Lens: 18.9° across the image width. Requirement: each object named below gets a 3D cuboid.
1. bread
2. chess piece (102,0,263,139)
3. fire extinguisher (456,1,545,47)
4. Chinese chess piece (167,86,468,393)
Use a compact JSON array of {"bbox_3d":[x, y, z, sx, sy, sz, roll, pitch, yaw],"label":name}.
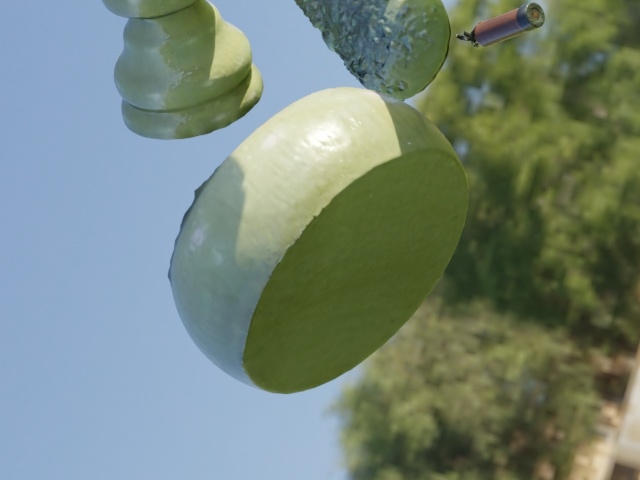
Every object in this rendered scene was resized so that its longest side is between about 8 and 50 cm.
[{"bbox_3d":[0.043,-0.247,1.820,0.064,0.172,0.232,-13,-72,-56],"label":"bread"},{"bbox_3d":[-0.151,-0.238,1.847,0.144,0.144,0.251,-59,-36,-46],"label":"chess piece"},{"bbox_3d":[0.149,-0.178,1.601,0.028,0.083,0.022,16,-109,-35],"label":"fire extinguisher"},{"bbox_3d":[0.000,0.000,1.479,0.250,0.101,0.250,-35,-31,-25],"label":"Chinese chess piece"}]
